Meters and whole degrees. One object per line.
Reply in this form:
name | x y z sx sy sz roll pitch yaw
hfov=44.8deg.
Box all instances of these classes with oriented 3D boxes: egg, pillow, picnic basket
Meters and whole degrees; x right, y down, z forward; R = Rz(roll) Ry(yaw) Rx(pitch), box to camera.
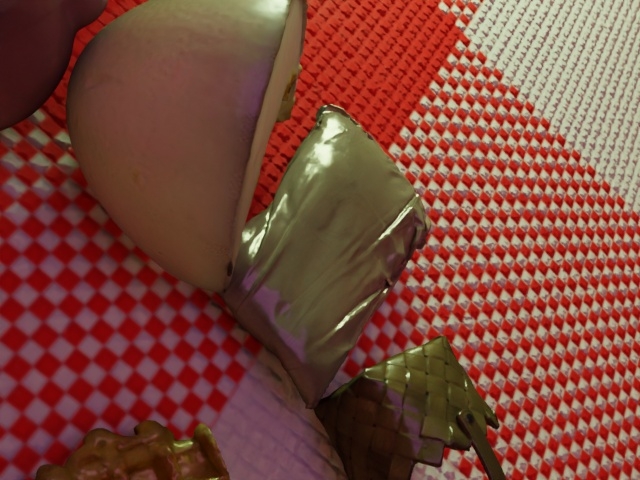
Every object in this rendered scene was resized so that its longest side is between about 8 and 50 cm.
egg | -0.111 -0.113 0.620 0.162 0.206 0.271 14 56 0
pillow | 0.000 0.000 0.719 0.173 0.067 0.270 44 53 -6
picnic basket | 0.094 0.185 0.662 0.138 0.128 0.178 -14 63 -40

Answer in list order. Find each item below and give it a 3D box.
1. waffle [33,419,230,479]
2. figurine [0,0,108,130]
waffle | -0.143 0.248 0.520 0.219 0.057 0.229 -18 80 -38
figurine | -0.257 -0.154 0.545 0.173 0.173 0.173 14 63 -29
